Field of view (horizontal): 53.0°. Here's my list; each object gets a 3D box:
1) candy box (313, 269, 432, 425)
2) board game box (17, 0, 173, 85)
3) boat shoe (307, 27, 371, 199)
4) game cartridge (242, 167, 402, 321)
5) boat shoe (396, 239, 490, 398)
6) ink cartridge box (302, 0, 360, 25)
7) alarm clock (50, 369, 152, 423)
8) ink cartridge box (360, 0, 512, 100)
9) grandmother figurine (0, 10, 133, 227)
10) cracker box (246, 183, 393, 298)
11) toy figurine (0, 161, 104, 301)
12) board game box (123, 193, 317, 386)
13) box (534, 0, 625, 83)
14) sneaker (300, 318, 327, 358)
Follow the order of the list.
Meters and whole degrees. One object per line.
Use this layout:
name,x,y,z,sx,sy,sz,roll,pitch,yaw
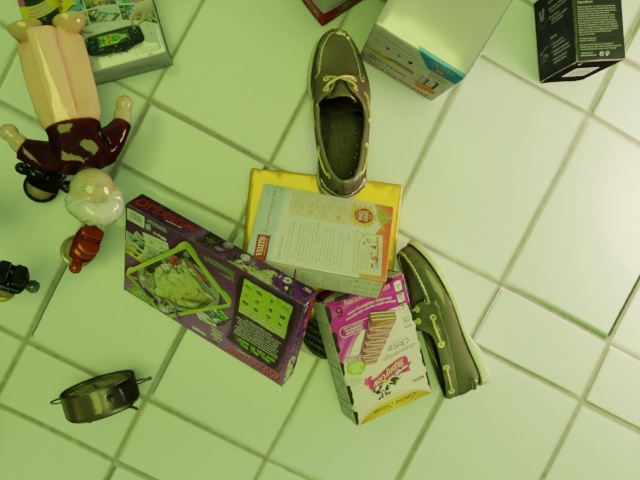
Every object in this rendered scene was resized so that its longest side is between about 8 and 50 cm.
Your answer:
candy box,0.092,0.187,1.141,0.159,0.071,0.233,-20,103,-19
board game box,-0.414,-0.438,1.133,0.224,0.097,0.303,-16,92,-4
boat shoe,0.036,-0.235,1.143,0.117,0.097,0.324,1,79,-5
game cartridge,-0.005,0.040,1.197,0.285,0.052,0.323,6,94,-4
boat shoe,0.209,0.148,1.180,0.091,0.109,0.305,-27,97,-7
ink cartridge box,0.065,-0.509,1.055,0.226,0.306,0.131,-33,93,-2
alarm clock,-0.404,0.281,1.142,0.192,0.129,0.064,-9,95,25
ink cartridge box,0.189,-0.368,1.104,0.171,0.232,0.168,30,91,-4
grandmother figurine,-0.401,-0.183,1.030,0.208,0.104,0.342,-18,88,-8
cracker box,0.000,0.000,1.094,0.232,0.067,0.155,11,57,-1
toy figurine,-0.496,-0.020,1.085,0.209,0.148,0.213,-32,97,-32
board game box,-0.181,0.084,1.075,0.347,0.056,0.208,29,127,14
box,0.464,-0.381,1.160,0.093,0.156,0.158,-5,92,-4
sneaker,-0.047,0.162,1.152,0.161,0.075,0.057,35,69,-31
